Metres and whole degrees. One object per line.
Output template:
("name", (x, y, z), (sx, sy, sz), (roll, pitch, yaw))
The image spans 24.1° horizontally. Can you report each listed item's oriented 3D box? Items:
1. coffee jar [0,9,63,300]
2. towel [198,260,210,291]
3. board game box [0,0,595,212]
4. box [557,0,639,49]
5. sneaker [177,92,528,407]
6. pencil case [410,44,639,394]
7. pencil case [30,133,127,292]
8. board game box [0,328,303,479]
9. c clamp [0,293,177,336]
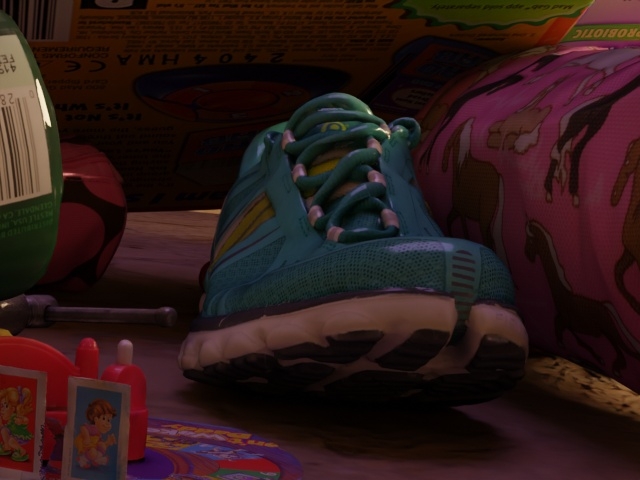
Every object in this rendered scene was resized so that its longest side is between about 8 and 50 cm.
("coffee jar", (-0.153, -0.006, 0.314), (0.096, 0.079, 0.184), (3, 13, 43))
("towel", (0.057, 0.031, 0.932), (0.199, 0.031, 0.275), (4, 0, 15))
("board game box", (-0.084, -0.235, 0.842), (0.357, 0.356, 0.356), (-2, -16, -13))
("box", (0.267, -0.130, 0.839), (0.214, 0.243, 0.117), (2, -34, 38))
("sneaker", (0.000, 0.000, 0.551), (0.107, 0.110, 0.275), (5, 3, -12))
("pencil case", (0.145, -0.007, 0.584), (0.167, 0.160, 0.386), (-29, 8, -7))
("pencil case", (-0.193, -0.020, 0.734), (0.209, 0.098, 0.095), (2, 40, -47))
("board game box", (-0.086, 0.036, 0.383), (0.169, 0.033, 0.133), (7, 3, 13))
("c clamp", (-0.148, 0.022, 0.466), (0.137, 0.022, 0.161), (-6, -5, 35))
